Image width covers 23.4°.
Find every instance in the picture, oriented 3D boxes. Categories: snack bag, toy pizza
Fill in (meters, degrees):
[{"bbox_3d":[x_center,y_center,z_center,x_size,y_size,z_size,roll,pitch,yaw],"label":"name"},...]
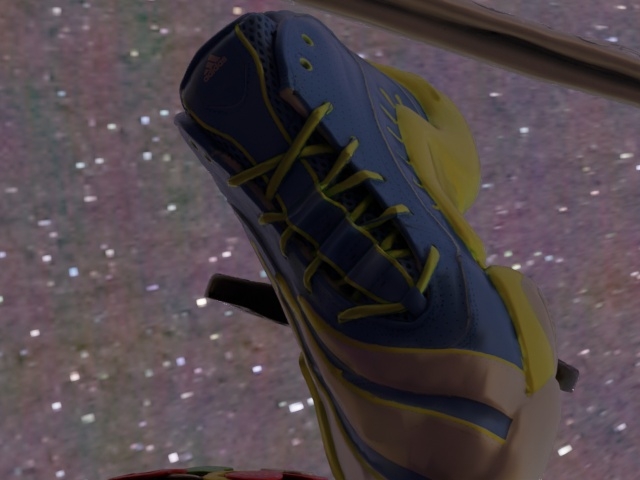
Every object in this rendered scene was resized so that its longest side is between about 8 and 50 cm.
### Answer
[{"bbox_3d":[0.101,-0.138,0.990,0.323,0.342,0.037,16,-80,-6],"label":"snack bag"},{"bbox_3d":[-0.074,0.188,1.174,0.201,0.201,0.032,-5,-98,32],"label":"toy pizza"}]

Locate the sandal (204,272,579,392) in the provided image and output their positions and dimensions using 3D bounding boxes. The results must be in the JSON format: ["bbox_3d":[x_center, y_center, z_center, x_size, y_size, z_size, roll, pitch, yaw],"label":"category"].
[{"bbox_3d":[0.026,0.048,0.639,0.179,0.067,0.040,9,-102,35],"label":"sandal"}]

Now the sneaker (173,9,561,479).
[{"bbox_3d":[0.000,0.000,0.523,0.091,0.126,0.240,-45,-153,20],"label":"sneaker"}]
